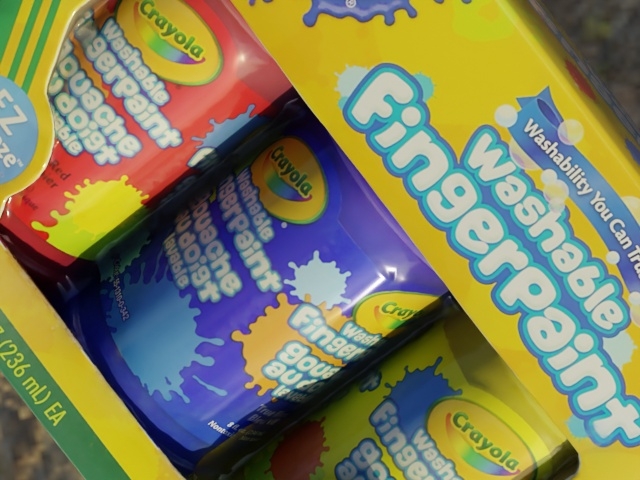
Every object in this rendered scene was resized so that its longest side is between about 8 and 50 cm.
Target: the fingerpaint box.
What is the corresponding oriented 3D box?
[{"bbox_3d":[0.000,0.000,1.036,0.371,0.163,0.445,-36,92,17],"label":"fingerpaint box"}]
